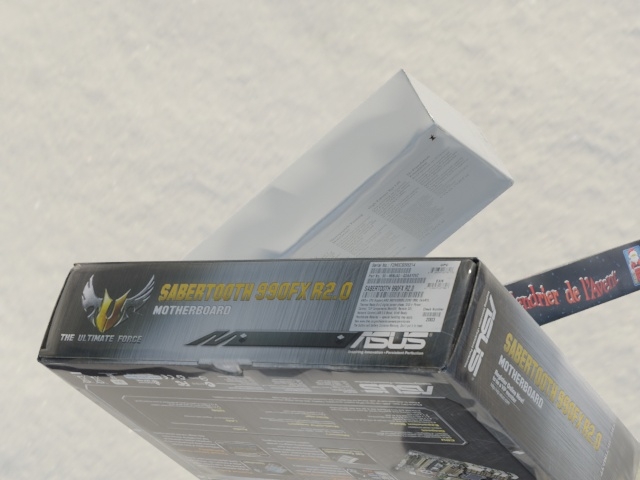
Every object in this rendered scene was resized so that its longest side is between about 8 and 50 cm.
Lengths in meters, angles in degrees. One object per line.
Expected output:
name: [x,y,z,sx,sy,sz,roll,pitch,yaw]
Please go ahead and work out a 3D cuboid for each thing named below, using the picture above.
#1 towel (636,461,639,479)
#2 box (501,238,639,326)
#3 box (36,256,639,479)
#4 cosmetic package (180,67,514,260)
towel: [0.313,0.241,1.154,0.312,0.324,0.056,18,103,16]
box: [0.152,0.062,1.459,0.233,0.159,0.044,-17,87,-30]
box: [0.010,0.076,0.801,0.183,0.231,0.056,44,55,-44]
cosmetic package: [0.000,0.000,1.096,0.099,0.239,0.060,30,26,-49]
